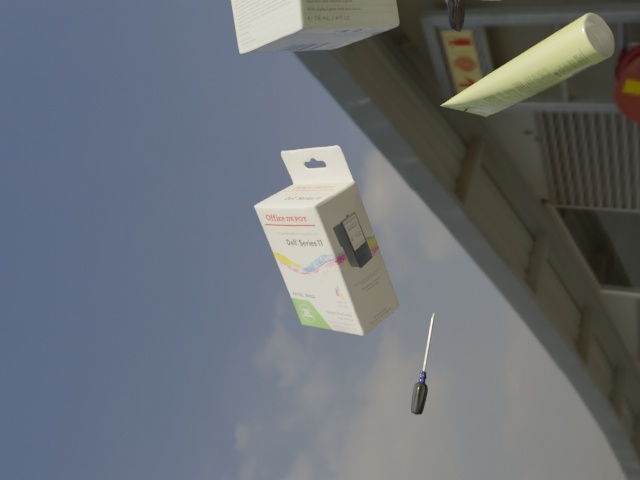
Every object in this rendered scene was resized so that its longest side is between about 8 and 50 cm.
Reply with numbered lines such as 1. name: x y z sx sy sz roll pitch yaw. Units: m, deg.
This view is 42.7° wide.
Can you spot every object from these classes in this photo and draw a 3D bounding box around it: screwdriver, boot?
1. screwdriver: 0.169 0.200 1.341 0.025 0.024 0.170 16 -104 -33
2. boot: 0.293 -0.602 1.974 0.082 0.106 0.219 36 -127 -70

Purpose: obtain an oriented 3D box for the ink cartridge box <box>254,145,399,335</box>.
1. ink cartridge box: 0.000 0.000 1.621 0.119 0.207 0.353 -33 -70 -33

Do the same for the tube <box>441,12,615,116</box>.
1. tube: 0.273 -0.220 1.092 0.070 0.240 0.062 45 -126 -14

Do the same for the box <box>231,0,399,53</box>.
1. box: -0.012 -0.356 1.221 0.181 0.182 0.119 -12 -84 -34
